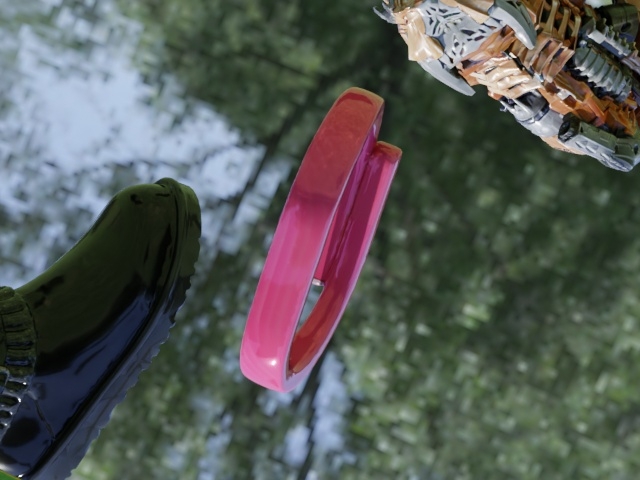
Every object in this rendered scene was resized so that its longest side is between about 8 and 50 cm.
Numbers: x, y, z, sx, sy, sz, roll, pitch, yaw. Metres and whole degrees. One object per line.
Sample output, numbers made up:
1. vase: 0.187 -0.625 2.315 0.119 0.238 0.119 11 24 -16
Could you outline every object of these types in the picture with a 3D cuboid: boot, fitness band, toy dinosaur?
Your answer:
1. boot: -0.283 0.060 1.799 0.260 0.348 0.131 28 -176 -35
2. fitness band: 0.000 0.000 1.805 0.054 0.291 0.209 23 -157 12
3. toy dinosaur: 0.117 -0.114 1.026 0.218 0.164 0.322 64 -172 27

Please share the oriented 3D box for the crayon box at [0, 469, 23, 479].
1. crayon box: -0.217 0.303 1.583 0.318 0.202 0.081 20 -144 23
